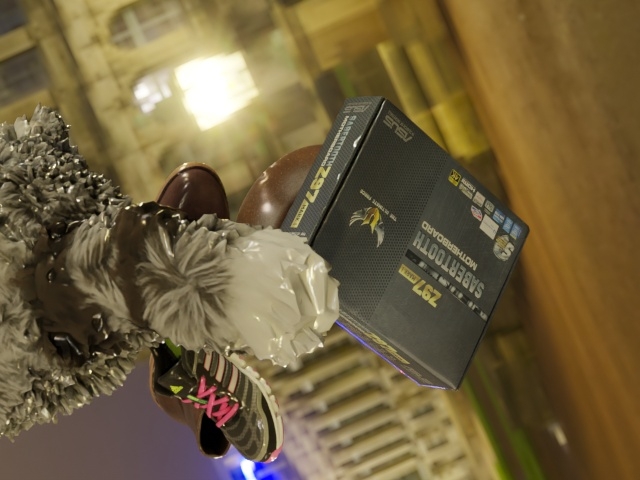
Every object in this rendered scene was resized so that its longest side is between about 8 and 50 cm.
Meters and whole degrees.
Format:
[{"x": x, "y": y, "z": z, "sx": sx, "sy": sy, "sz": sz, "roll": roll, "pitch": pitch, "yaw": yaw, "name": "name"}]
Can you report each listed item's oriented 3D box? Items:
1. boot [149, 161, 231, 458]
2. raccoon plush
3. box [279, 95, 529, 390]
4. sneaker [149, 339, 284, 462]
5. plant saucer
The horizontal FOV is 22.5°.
[{"x": -0.108, "y": 0.063, "z": 1.546, "sx": 0.207, "sy": 0.090, "sz": 0.248, "roll": -143, "pitch": 58, "yaw": -65, "name": "boot"}, {"x": -0.143, "y": 0.024, "z": 1.167, "sx": 0.299, "sy": 0.446, "sz": 0.216, "roll": -31, "pitch": -51, "yaw": -59, "name": "raccoon plush"}, {"x": 0.076, "y": 0.006, "z": 1.480, "sx": 0.233, "sy": 0.183, "sz": 0.059, "roll": 39, "pitch": 160, "yaw": -33, "name": "box"}, {"x": -0.099, "y": 0.120, "z": 1.344, "sx": 0.075, "sy": 0.063, "sz": 0.170, "roll": -23, "pitch": -105, "yaw": -46, "name": "sneaker"}, {"x": 0.000, "y": 0.000, "z": 1.675, "sx": 0.036, "sy": 0.199, "sz": 0.198, "roll": 25, "pitch": 146, "yaw": 52, "name": "plant saucer"}]
